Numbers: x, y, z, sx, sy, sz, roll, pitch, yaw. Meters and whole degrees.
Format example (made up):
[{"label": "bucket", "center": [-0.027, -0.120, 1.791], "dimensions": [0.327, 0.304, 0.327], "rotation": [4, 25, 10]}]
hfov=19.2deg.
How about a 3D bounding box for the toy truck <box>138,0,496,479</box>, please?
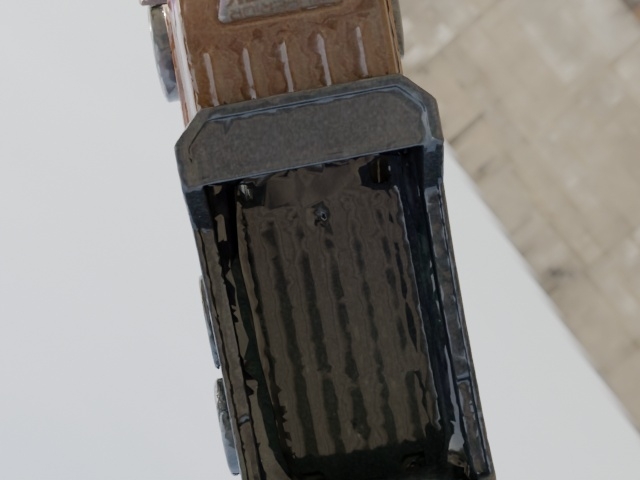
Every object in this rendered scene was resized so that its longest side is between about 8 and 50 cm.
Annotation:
[{"label": "toy truck", "center": [0.000, 0.000, 0.576], "dimensions": [0.092, 0.083, 0.192], "rotation": [-118, 18, -85]}]
